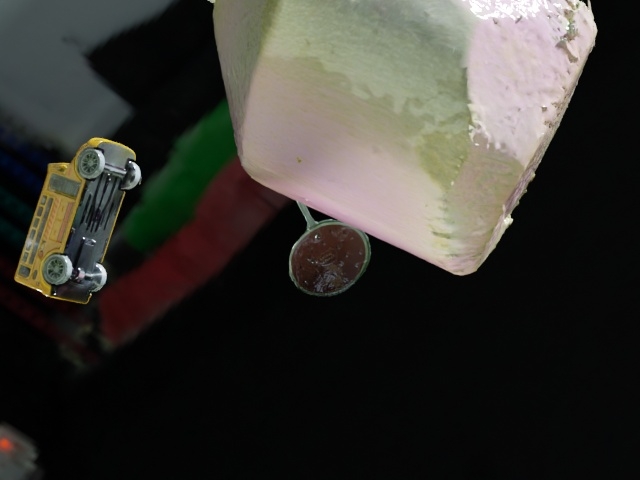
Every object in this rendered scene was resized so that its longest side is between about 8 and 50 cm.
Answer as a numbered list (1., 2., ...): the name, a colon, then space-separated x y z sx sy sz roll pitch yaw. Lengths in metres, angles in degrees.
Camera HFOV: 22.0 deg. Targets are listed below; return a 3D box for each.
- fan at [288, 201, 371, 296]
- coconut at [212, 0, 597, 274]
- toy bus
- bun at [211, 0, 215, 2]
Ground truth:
1. fan: 0.000 0.000 1.577 0.085 0.133 0.005 -30 -145 -2
2. coconut: 0.044 -0.119 1.110 0.233 0.245 0.233 -58 170 -16
3. toy bus: -0.241 -0.024 1.620 0.074 0.069 0.162 18 -90 31
4. bun: -0.019 -0.419 1.880 0.362 0.234 0.326 -53 -159 6
